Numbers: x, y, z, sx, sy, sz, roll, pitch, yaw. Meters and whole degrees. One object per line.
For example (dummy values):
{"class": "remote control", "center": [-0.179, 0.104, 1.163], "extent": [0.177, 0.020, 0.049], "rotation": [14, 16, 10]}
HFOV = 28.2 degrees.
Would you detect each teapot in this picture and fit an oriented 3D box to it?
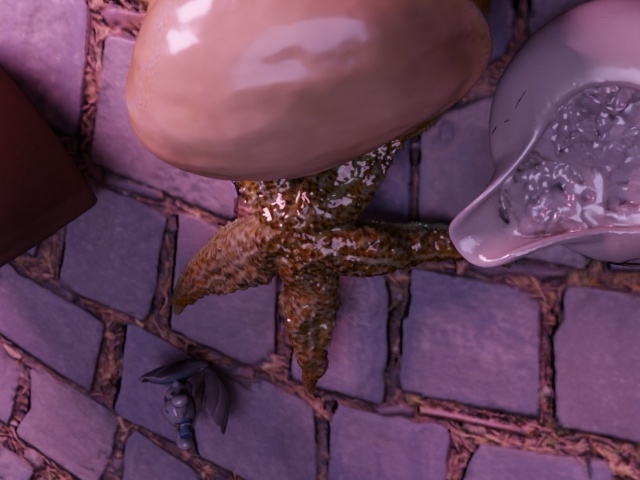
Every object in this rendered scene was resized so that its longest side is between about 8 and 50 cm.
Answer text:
{"class": "teapot", "center": [0.237, -0.082, 0.932], "extent": [0.299, 0.166, 0.208], "rotation": [-30, 92, 46]}

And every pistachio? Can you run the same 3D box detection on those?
{"class": "pistachio", "center": [-0.019, -0.152, 0.969], "extent": [0.309, 0.230, 0.230], "rotation": [-15, 112, 21]}

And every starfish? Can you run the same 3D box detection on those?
{"class": "starfish", "center": [-0.001, 0.003, 1.139], "extent": [0.347, 0.078, 0.358], "rotation": [2, 117, 18]}

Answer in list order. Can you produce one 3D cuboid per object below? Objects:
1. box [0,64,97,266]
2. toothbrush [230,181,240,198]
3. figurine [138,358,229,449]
{"class": "box", "center": [-0.384, -0.053, 1.170], "extent": [0.301, 0.301, 0.216], "rotation": [-21, 100, 34]}
{"class": "toothbrush", "center": [-0.090, -0.083, 1.174], "extent": [0.006, 0.008, 0.097], "rotation": [-5, 115, 27]}
{"class": "figurine", "center": [-0.135, 0.166, 1.300], "extent": [0.082, 0.094, 0.086], "rotation": [-17, 80, -5]}
